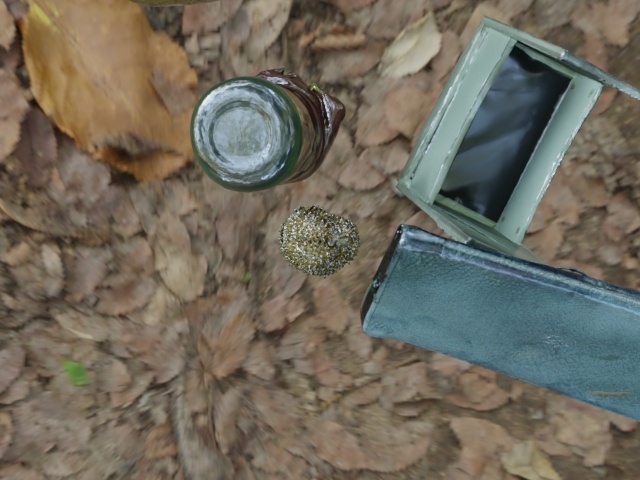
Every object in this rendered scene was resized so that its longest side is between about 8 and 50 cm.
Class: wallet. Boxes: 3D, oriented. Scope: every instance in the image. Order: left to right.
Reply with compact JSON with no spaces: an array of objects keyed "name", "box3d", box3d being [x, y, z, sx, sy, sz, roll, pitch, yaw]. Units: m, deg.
[{"name":"wallet","box3d":[0.236,0.091,1.463,0.379,0.190,0.046,17,51,-1]}]

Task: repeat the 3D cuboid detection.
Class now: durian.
[{"name":"durian","box3d":[0.000,0.000,1.404,0.080,0.091,0.080,2,85,-30]}]

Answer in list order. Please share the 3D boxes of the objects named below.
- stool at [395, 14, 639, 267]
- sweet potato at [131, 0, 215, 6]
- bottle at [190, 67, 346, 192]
[{"name":"stool","box3d":[0.247,-0.108,1.670,0.170,0.269,0.243,23,101,-20]},{"name":"sweet potato","box3d":[-0.095,-0.345,1.609,0.423,0.130,0.130,-6,84,31]},{"name":"bottle","box3d":[-0.052,-0.135,1.685,0.156,0.271,0.143,-8,93,15]}]
